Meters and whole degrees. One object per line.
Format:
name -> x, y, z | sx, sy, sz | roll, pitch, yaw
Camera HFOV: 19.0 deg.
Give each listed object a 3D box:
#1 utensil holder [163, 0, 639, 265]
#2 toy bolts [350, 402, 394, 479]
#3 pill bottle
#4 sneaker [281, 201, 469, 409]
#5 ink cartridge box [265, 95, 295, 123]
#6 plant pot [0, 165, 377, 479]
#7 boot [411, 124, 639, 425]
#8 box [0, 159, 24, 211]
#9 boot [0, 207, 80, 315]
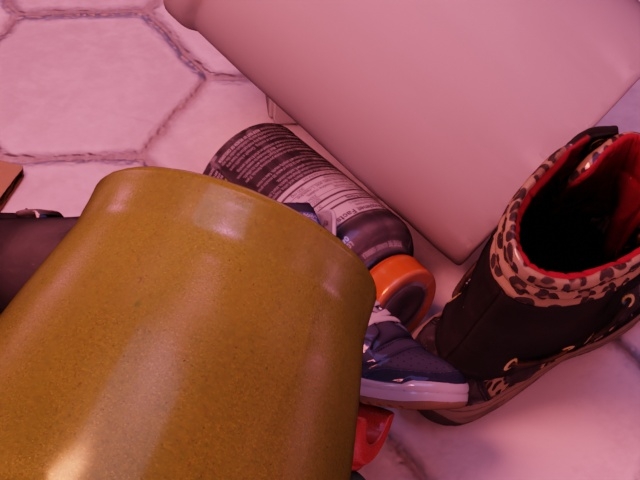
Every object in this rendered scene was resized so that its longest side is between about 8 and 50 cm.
utensil holder -> 0.096, -0.212, 1.836 | 0.385, 0.327, 0.327 | 44, 54, 4
toy bolts -> -0.047, 0.202, 1.669 | 0.228, 0.159, 0.218 | 14, 4, 27
pill bottle -> 0.000, 0.000, 1.847 | 0.130, 0.130, 0.245 | -29, 52, -28
sneaker -> 0.016, 0.053, 1.693 | 0.282, 0.153, 0.099 | 14, 4, 35
ink cartridge box -> 0.079, -0.242, 2.108 | 0.289, 0.122, 0.211 | -4, 45, -6
plant pot -> -0.123, 0.148, 1.435 | 0.366, 0.366, 0.353 | 16, 69, 15
boot -> 0.248, -0.002, 1.729 | 0.377, 0.284, 0.138 | -31, 74, -27
box -> -0.429, -0.044, 1.960 | 0.201, 0.021, 0.164 | 14, 45, 13
boot -> -0.394, 0.019, 1.639 | 0.445, 0.146, 0.367 | 9, 3, 23
